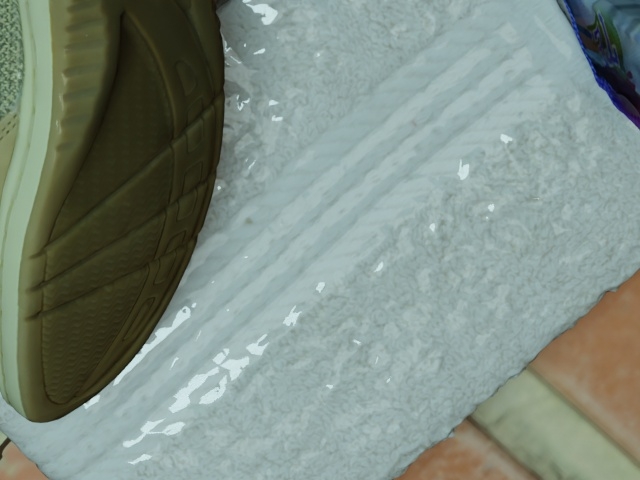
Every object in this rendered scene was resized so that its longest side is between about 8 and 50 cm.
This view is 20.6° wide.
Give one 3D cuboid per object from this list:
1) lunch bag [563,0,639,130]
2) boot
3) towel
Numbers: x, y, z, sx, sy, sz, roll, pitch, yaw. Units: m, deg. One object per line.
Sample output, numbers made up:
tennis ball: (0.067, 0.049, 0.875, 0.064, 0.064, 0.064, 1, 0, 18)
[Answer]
lunch bag: (0.216, -0.235, 0.531, 0.328, 0.239, 0.385, -29, 138, -16)
boot: (-0.137, -0.083, 0.555, 0.095, 0.203, 0.262, -41, 144, -44)
towel: (0.000, 0.000, 0.657, 0.282, 0.049, 0.187, -42, 106, -2)
